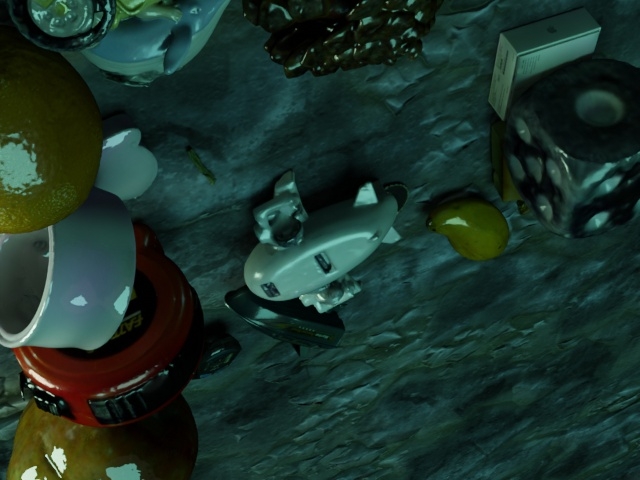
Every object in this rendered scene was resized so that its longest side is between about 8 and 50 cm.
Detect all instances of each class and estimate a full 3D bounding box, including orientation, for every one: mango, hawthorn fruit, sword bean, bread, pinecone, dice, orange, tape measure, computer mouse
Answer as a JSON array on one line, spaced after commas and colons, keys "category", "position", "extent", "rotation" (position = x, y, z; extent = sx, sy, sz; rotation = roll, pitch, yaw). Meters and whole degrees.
[{"category": "mango", "position": [0.244, -0.021, 1.632], "extent": [0.098, 0.075, 0.190], "rotation": [-46, 136, 16]}, {"category": "hawthorn fruit", "position": [-0.305, 0.288, 1.496], "extent": [0.301, 0.268, 0.268], "rotation": [-48, 143, 12]}, {"category": "sword bean", "position": [-0.153, -0.095, 1.303], "extent": [0.012, 0.012, 0.083], "rotation": [-30, 148, 3]}, {"category": "bread", "position": [0.310, -0.113, 1.576], "extent": [0.088, 0.049, 0.226], "rotation": [-25, 147, -6]}, {"category": "pinecone", "position": [0.025, -0.266, 1.030], "extent": [0.229, 0.201, 0.202], "rotation": [-35, 150, 16]}, {"category": "dice", "position": [0.368, -0.124, 1.391], "extent": [0.182, 0.181, 0.183], "rotation": [-20, 147, -11]}, {"category": "orange", "position": [-0.305, -0.106, 0.972], "extent": [0.206, 0.206, 0.206], "rotation": [-19, 146, -14]}, {"category": "tape measure", "position": [-0.276, 0.114, 1.290], "extent": [0.253, 0.260, 0.114], "rotation": [-26, 145, -13]}, {"category": "computer mouse", "position": [-0.175, 0.182, 1.629], "extent": [0.079, 0.047, 0.135], "rotation": [-17, 155, -28]}]

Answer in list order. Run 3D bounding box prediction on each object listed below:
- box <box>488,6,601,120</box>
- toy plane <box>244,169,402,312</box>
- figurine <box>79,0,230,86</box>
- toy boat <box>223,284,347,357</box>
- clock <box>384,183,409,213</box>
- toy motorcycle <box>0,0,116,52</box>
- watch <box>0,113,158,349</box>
[{"category": "box", "position": [0.306, -0.240, 1.401], "extent": [0.129, 0.051, 0.130], "rotation": [-19, 147, -14]}, {"category": "toy plane", "position": [0.000, 0.000, 1.454], "extent": [0.244, 0.117, 0.245], "rotation": [-9, 129, -11]}, {"category": "figurine", "position": [-0.185, -0.237, 0.983], "extent": [0.208, 0.128, 0.184], "rotation": [-5, 119, -13]}, {"category": "toy boat", "position": [-0.062, 0.117, 1.579], "extent": [0.246, 0.093, 0.103], "rotation": [19, 117, -49]}, {"category": "clock", "position": [0.100, -0.056, 1.536], "extent": [0.074, 0.010, 0.083], "rotation": [-6, 141, -29]}, {"category": "toy motorcycle", "position": [-0.246, -0.324, 0.818], "extent": [0.223, 0.108, 0.341], "rotation": [14, 121, -14]}, {"category": "watch", "position": [-0.281, 0.001, 1.153], "extent": [0.211, 0.217, 0.248], "rotation": [8, 133, -42]}]
